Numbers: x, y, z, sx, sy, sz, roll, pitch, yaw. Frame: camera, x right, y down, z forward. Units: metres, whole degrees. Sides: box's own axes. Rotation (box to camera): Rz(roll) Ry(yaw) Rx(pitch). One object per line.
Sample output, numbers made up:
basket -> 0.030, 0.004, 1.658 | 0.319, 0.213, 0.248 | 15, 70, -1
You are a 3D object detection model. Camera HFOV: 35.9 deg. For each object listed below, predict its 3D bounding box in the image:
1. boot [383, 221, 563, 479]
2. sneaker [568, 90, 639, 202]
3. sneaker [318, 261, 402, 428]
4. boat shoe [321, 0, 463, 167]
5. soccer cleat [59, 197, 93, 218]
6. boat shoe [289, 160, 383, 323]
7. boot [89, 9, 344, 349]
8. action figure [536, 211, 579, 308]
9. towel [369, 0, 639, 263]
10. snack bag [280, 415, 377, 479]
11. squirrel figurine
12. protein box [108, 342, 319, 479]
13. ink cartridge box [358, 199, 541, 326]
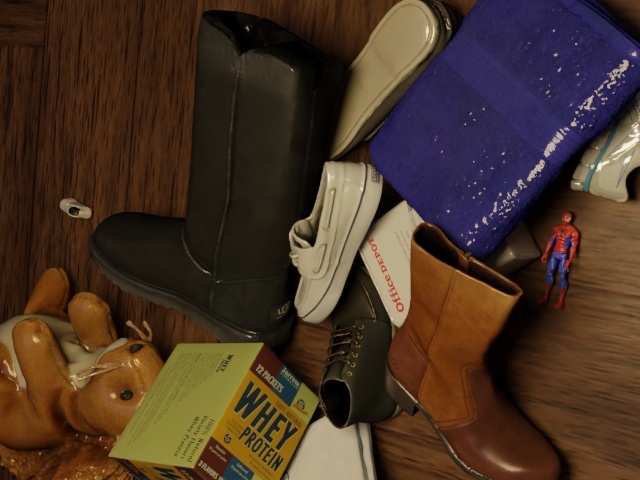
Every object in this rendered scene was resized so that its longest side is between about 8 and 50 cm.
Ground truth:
boot -> 0.196, 0.140, 1.141 | 0.264, 0.096, 0.280 | 43, 144, 29
sneaker -> 0.358, -0.129, 1.113 | 0.083, 0.071, 0.190 | 27, 108, 13
sneaker -> 0.042, 0.136, 1.318 | 0.083, 0.118, 0.221 | -22, 78, 36
boat shoe -> 0.062, -0.194, 1.323 | 0.335, 0.096, 0.112 | -39, 71, 37
soccer cleat -> -0.432, -0.056, 1.722 | 0.083, 0.036, 0.029 | 20, 104, 35
boat shoe -> 0.000, 0.000, 1.285 | 0.095, 0.084, 0.258 | -100, 25, -54
boot -> -0.166, -0.105, 1.370 | 0.367, 0.146, 0.445 | 24, 128, 22
action figure -> 0.287, 0.023, 1.187 | 0.038, 0.030, 0.115 | 16, 99, 41
towel -> 0.211, -0.147, 1.129 | 0.308, 0.076, 0.227 | -51, 55, 21
snack bag -> -0.064, 0.398, 1.277 | 0.323, 0.037, 0.342 | -30, 31, 14
squirrel figurine -> -0.368, 0.277, 1.586 | 0.371, 0.281, 0.396 | 10, 112, 26
protein box -> -0.147, 0.261, 1.379 | 0.201, 0.136, 0.199 | -7, 44, 46
ink cartridge box -> 0.157, 0.006, 1.248 | 0.191, 0.082, 0.139 | -36, 68, 33
